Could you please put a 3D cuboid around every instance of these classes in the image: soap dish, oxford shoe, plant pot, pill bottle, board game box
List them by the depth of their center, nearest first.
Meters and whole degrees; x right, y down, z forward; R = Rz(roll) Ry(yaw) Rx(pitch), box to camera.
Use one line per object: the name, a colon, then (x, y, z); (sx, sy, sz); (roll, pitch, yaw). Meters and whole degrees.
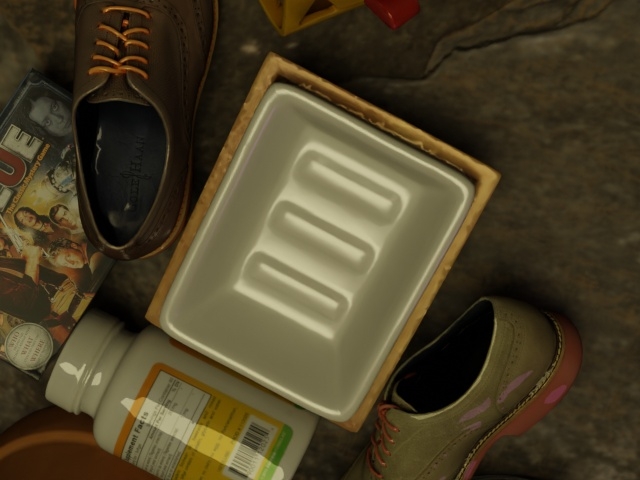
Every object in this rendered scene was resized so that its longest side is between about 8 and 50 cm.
oxford shoe: (-0.156, -0.162, 1.291); (0.130, 0.133, 0.363); (-1, 93, 0)
soap dish: (0.000, 0.000, 1.351); (0.229, 0.118, 0.290); (28, 112, 1)
oxford shoe: (0.081, 0.179, 1.372); (0.130, 0.123, 0.348); (28, 107, -39)
board game box: (-0.266, -0.015, 1.379); (0.165, 0.042, 0.243); (33, 89, -10)
pill bottle: (-0.132, 0.163, 1.424); (0.246, 0.136, 0.136); (27, 112, 2)
plant pot: (-0.248, 0.336, 1.473); (0.291, 0.203, 0.290); (3, 110, 10)

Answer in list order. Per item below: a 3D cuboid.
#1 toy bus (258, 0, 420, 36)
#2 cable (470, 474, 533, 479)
toy bus: (0.031, -0.253, 1.263); (0.202, 0.191, 0.104); (19, 155, 5)
cable: (0.177, 0.358, 1.428); (0.257, 0.089, 0.257); (25, 99, 12)
